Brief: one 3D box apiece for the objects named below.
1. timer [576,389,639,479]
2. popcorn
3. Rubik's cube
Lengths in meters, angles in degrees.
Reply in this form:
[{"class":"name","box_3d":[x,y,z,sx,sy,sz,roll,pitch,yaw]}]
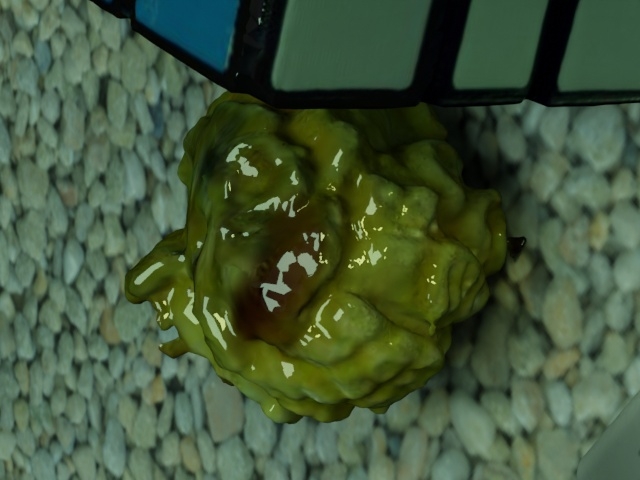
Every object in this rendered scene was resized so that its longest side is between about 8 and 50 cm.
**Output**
[{"class":"timer","box_3d":[0.230,0.132,0.758,0.194,0.195,0.192,95,158,-72]},{"class":"popcorn","box_3d":[0.000,0.002,1.120,0.189,0.169,0.218,-52,44,33]},{"class":"Rubik's cube","box_3d":[0.027,-0.241,0.964,0.288,0.293,0.283,33,121,44]}]
